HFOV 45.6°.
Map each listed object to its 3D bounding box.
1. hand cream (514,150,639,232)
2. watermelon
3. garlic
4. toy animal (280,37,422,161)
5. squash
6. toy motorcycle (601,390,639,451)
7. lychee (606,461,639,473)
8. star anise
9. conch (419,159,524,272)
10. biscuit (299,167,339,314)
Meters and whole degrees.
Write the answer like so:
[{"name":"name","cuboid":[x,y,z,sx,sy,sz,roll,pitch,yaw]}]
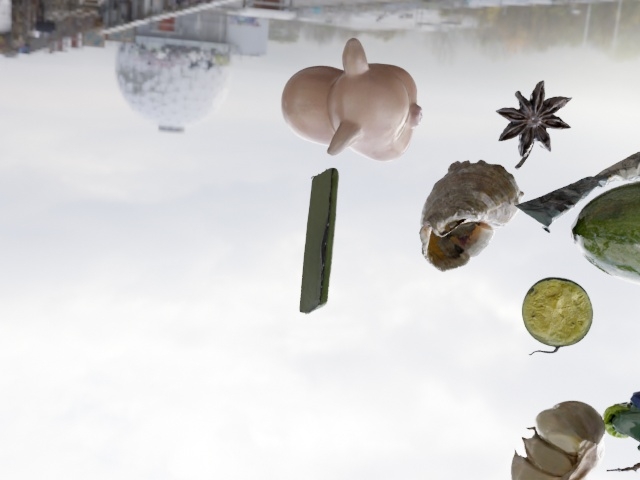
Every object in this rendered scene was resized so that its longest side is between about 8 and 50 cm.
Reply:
[{"name":"hand cream","cuboid":[0.442,-0.081,1.241,0.248,0.052,0.075,-26,-163,-15]},{"name":"watermelon","cuboid":[0.708,0.213,2.287,0.204,0.232,0.127,-10,-171,13]},{"name":"garlic","cuboid":[0.595,0.528,1.898,0.185,0.281,0.203,24,180,-40]},{"name":"toy animal","cuboid":[0.061,-0.288,1.636,0.326,0.237,0.269,11,-177,17]},{"name":"squash","cuboid":[0.784,-0.041,1.865,0.309,0.310,0.310,15,-168,5]},{"name":"toy motorcycle","cuboid":[0.886,0.469,1.906,0.326,0.200,0.191,31,-167,-1]},{"name":"lychee","cuboid":[0.606,0.397,1.335,0.140,0.114,0.101,-13,-133,-18]},{"name":"star anise","cuboid":[0.596,-0.329,2.159,0.230,0.262,0.081,7,-156,-12]},{"name":"conch","cuboid":[0.366,-0.070,2.045,0.352,0.297,0.210,-10,-143,-29]},{"name":"biscuit","cuboid":[0.000,0.000,1.603,0.038,0.322,0.099,16,156,-28]}]
